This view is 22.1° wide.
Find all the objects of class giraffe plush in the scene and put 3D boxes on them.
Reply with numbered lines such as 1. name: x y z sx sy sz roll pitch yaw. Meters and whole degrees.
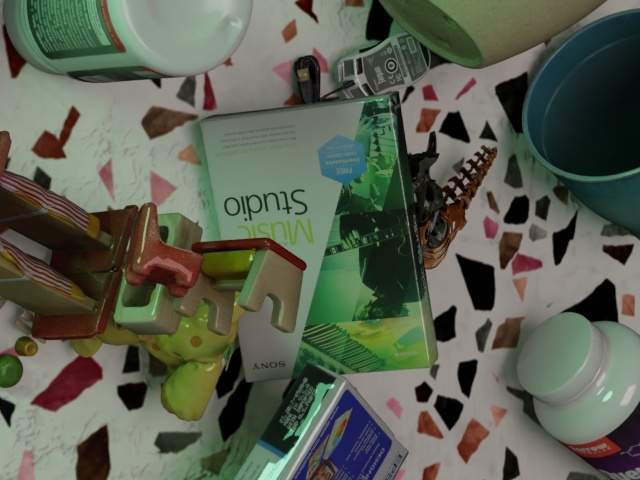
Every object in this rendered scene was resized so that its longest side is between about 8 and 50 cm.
1. giraffe plush: -0.182 0.092 1.830 0.170 0.210 0.181 22 83 -5

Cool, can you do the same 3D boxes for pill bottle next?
1. pill bottle: -0.208 -0.245 1.698 0.161 0.283 0.161 -3 94 -35
2. pill bottle: 0.415 0.230 2.237 0.323 0.181 0.181 36 73 -31

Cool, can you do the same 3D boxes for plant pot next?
1. plant pot: 0.445 -0.128 2.201 0.255 0.271 0.272 46 67 -45

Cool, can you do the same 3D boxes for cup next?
1. cup: 0.198 -0.349 1.977 0.331 0.331 0.237 42 81 -30

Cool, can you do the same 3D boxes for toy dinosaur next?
1. toy dinosaur: 0.093 -0.025 2.041 0.322 0.164 0.218 -55 137 -41

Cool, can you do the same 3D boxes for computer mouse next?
1. computer mouse: 0.053 -0.202 2.037 0.193 0.042 0.106 -25 103 -26

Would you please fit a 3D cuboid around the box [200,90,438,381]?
1. box: 0.000 0.000 1.907 0.058 0.232 0.322 -41 123 -69

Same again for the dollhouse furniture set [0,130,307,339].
1. dollhouse furniture set: -0.212 -0.007 1.632 0.201 0.374 0.152 33 61 -46

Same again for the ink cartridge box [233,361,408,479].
1. ink cartridge box: -0.028 0.326 1.954 0.304 0.072 0.307 -59 156 -12

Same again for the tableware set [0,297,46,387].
1. tableware set: -0.364 0.087 1.772 0.154 0.024 0.104 42 73 -31
